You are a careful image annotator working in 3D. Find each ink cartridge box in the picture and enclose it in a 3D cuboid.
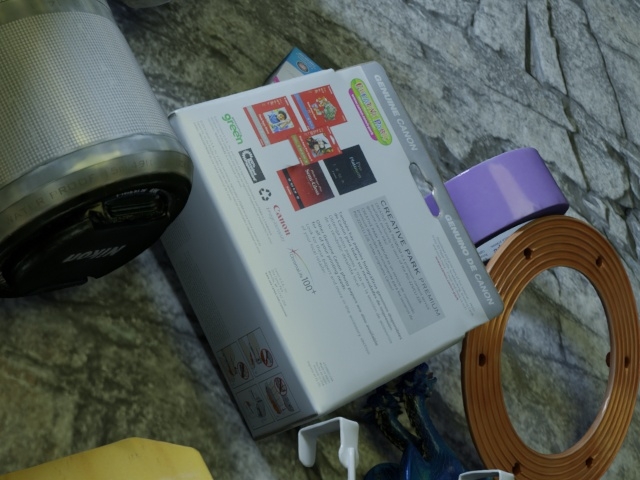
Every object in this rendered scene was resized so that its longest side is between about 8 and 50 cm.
[{"bbox_3d":[-0.035,-0.131,1.298,0.104,0.061,0.181,39,42,-12],"label":"ink cartridge box"},{"bbox_3d":[0.000,0.000,1.125,0.271,0.130,0.309,-21,83,-37],"label":"ink cartridge box"}]

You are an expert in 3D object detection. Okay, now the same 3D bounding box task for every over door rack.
[{"bbox_3d":[0.115,0.302,0.908,0.239,0.108,0.324,25,41,-38],"label":"over door rack"}]

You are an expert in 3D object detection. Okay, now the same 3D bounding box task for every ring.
[{"bbox_3d":[0.269,0.139,1.298,0.336,0.032,0.337,-1,91,-41],"label":"ring"}]

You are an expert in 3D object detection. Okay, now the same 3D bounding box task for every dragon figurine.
[{"bbox_3d":[0.092,0.258,1.105,0.144,0.085,0.289,35,43,-17],"label":"dragon figurine"}]

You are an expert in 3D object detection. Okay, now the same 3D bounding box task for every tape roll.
[{"bbox_3d":[0.195,-0.028,1.330,0.189,0.189,0.080,-14,71,-46],"label":"tape roll"}]

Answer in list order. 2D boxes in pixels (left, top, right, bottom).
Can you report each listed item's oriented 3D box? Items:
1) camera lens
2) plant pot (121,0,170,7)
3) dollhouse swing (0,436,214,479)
[{"bbox_3d":[-0.254,-0.104,0.963,0.219,0.219,0.274,-16,72,-47],"label":"camera lens"},{"bbox_3d":[-0.180,-0.439,1.235,0.334,0.334,0.305,35,54,-16],"label":"plant pot"},{"bbox_3d":[-0.165,0.348,0.736,0.346,0.305,0.315,-15,103,-19],"label":"dollhouse swing"}]
